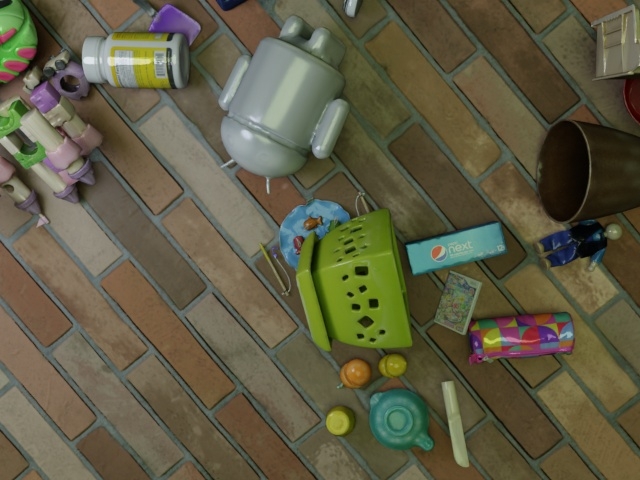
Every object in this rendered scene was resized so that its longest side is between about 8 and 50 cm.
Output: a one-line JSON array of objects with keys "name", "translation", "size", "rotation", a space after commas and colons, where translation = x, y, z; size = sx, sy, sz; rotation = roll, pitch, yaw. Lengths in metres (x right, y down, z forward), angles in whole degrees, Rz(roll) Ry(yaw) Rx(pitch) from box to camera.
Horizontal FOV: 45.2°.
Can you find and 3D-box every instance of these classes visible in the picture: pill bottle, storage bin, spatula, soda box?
[{"name": "pill bottle", "translation": [-0.394, -0.387, 1.653], "size": [0.208, 0.119, 0.119], "rotation": [2, 95, 3]}, {"name": "storage bin", "translation": [0.675, -0.368, 1.438], "size": [0.262, 0.260, 0.123], "rotation": [0, 98, 3]}, {"name": "spatula", "translation": [-0.402, -0.526, 1.685], "size": [0.296, 0.030, 0.084], "rotation": [37, 102, -1]}, {"name": "soda box", "translation": [0.294, 0.016, 1.681], "size": [0.210, 0.067, 0.071], "rotation": [-14, 94, 4]}]

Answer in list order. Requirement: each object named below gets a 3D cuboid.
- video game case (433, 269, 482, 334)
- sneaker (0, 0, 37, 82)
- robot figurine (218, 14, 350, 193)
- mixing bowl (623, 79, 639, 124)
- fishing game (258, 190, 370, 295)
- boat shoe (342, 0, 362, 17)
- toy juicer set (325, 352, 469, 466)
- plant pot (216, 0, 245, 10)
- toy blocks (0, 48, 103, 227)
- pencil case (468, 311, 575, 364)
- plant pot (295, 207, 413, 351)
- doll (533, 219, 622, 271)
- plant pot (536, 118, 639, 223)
[{"name": "video game case", "translation": [0.301, 0.136, 1.691], "size": [0.011, 0.087, 0.122], "rotation": [12, 97, -43]}, {"name": "sneaker", "translation": [-0.822, -0.384, 1.670], "size": [0.482, 0.185, 0.202], "rotation": [-25, 61, 10]}, {"name": "robot figurine", "translation": [-0.079, -0.281, 1.606], "size": [0.299, 0.199, 0.354], "rotation": [31, 96, 27]}, {"name": "mixing bowl", "translation": [0.713, -0.311, 1.617], "size": [0.181, 0.098, 0.182], "rotation": [0, 94, 2]}, {"name": "fishing game", "translation": [0.000, 0.000, 1.709], "size": [0.264, 0.041, 0.189], "rotation": [-23, 96, 4]}, {"name": "boat shoe", "translation": [0.066, -0.593, 1.635], "size": [0.076, 0.080, 0.229], "rotation": [11, 94, 8]}, {"name": "toy juicer set", "translation": [0.184, 0.363, 1.714], "size": [0.328, 0.089, 0.209], "rotation": [11, 83, 10]}, {"name": "plant pot", "translation": [-0.174, -0.642, 1.574], "size": [0.236, 0.212, 0.236], "rotation": [-30, 94, 5]}, {"name": "toy blocks", "translation": [-0.590, -0.186, 1.658], "size": [0.288, 0.309, 0.260], "rotation": [-27, 126, 16]}, {"name": "pencil case", "translation": [0.434, 0.216, 1.677], "size": [0.236, 0.104, 0.105], "rotation": [-8, 95, 4]}, {"name": "plant pot", "translation": [0.068, 0.089, 1.601], "size": [0.207, 0.228, 0.227], "rotation": [-11, 114, 9]}, {"name": "doll", "translation": [0.569, 0.009, 1.678], "size": [0.188, 0.046, 0.129], "rotation": [-20, 84, -2]}, {"name": "plant pot", "translation": [0.606, -0.142, 1.601], "size": [0.230, 0.215, 0.216], "rotation": [0, 95, -12]}]
